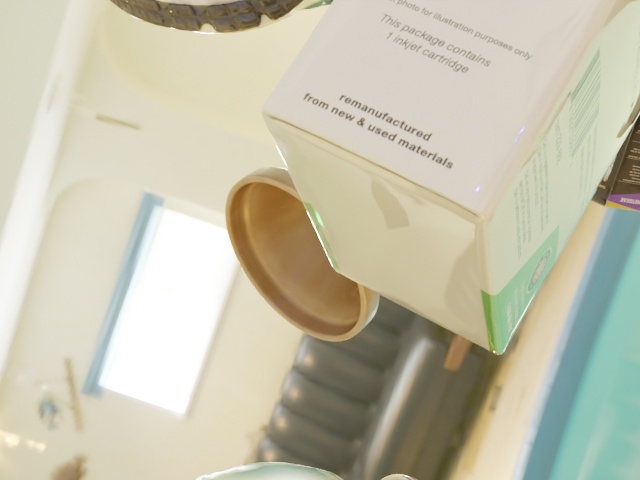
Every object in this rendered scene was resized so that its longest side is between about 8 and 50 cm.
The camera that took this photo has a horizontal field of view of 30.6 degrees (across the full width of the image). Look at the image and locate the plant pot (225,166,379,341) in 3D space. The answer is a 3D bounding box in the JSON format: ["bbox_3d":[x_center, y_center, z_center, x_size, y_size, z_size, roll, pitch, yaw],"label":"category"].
[{"bbox_3d":[0.000,0.000,1.464,0.109,0.237,0.237,-37,-17,-33],"label":"plant pot"}]

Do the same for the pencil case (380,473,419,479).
[{"bbox_3d":[0.206,0.434,1.515,0.183,0.410,0.160,-33,42,39],"label":"pencil case"}]

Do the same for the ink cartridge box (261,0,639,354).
[{"bbox_3d":[0.112,-0.112,0.630,0.289,0.121,0.211,-58,-21,-15],"label":"ink cartridge box"}]

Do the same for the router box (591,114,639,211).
[{"bbox_3d":[0.363,-0.207,1.668,0.309,0.081,0.243,35,114,50],"label":"router box"}]

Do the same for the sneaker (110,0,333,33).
[{"bbox_3d":[-0.031,-0.297,1.239,0.182,0.410,0.158,-173,74,-81],"label":"sneaker"}]

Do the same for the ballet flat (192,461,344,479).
[{"bbox_3d":[-0.045,0.154,0.503,0.280,0.095,0.096,27,-110,-77],"label":"ballet flat"}]
